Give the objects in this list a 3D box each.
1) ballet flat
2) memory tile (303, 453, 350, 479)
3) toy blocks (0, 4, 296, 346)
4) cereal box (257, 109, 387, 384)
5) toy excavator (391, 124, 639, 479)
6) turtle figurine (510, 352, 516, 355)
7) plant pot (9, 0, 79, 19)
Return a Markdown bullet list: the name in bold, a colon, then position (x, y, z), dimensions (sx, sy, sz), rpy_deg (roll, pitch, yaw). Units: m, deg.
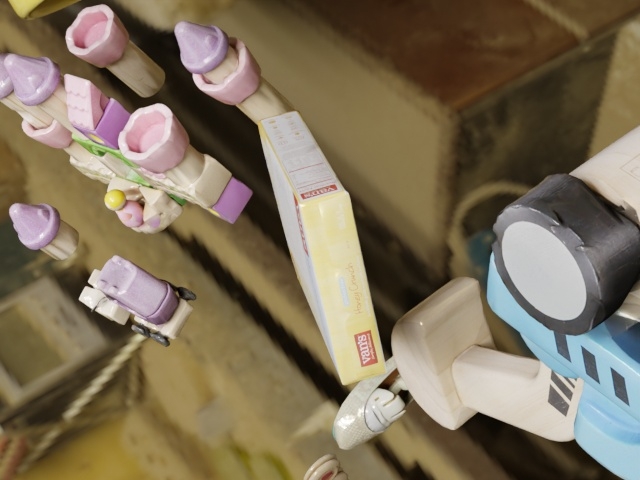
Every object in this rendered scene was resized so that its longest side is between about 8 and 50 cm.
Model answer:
- **ballet flat**: position (0.079, 0.151, 1.663), dimensions (0.057, 0.168, 0.052), rpy_deg (52, 159, -25)
- **memory tile**: position (-0.014, 0.249, 1.430), dimensions (0.012, 0.113, 0.148), rpy_deg (44, 171, 26)
- **toy blocks**: position (-0.240, -0.108, 1.683), dimensions (0.289, 0.309, 0.260), rpy_deg (19, 166, 40)
- **cereal box**: position (0.000, 0.000, 1.427), dimensions (0.240, 0.047, 0.173), rpy_deg (-117, 13, -66)
- **toy excavator**: position (0.231, 0.084, 1.293), dimensions (0.433, 0.222, 0.445), rpy_deg (37, 146, 31)
- **turtle figurine**: position (0.301, 0.146, 1.846), dimensions (0.175, 0.234, 0.118), rpy_deg (-42, 68, 25)
- **plant pot**: position (-0.204, -0.351, 1.376), dimensions (0.239, 0.254, 0.254), rpy_deg (60, 153, -6)
